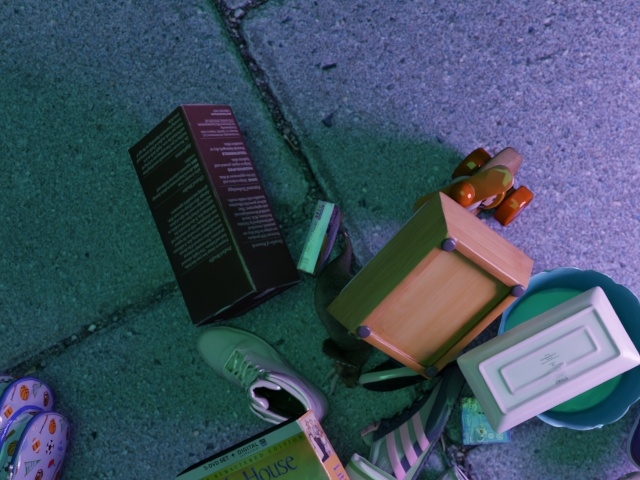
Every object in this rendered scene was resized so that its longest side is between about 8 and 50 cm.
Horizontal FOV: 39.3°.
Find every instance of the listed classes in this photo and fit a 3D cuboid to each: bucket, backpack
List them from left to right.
[{"bbox_3d":[-0.603,0.380,1.691,0.213,0.276,0.263,3,76,5],"label":"backpack"},{"bbox_3d":[0.440,0.190,1.584,0.281,0.183,0.281,-1,82,9],"label":"bucket"}]

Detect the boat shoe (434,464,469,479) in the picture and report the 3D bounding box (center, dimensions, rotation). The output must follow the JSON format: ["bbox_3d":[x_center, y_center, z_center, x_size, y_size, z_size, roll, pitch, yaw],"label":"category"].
[{"bbox_3d":[0.301,0.499,1.613,0.227,0.079,0.081,43,94,15],"label":"boat shoe"}]

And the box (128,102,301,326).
[{"bbox_3d":[-0.204,-0.051,1.705,0.191,0.143,0.381,-30,75,39],"label":"box"}]

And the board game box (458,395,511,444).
[{"bbox_3d":[0.305,0.332,1.667,0.090,0.020,0.090,-5,81,8],"label":"board game box"}]

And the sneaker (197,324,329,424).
[{"bbox_3d":[-0.121,0.247,1.672,0.293,0.169,0.108,30,89,13],"label":"sneaker"}]

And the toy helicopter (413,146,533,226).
[{"bbox_3d":[0.232,-0.034,1.613,0.355,0.235,0.140,-44,78,-3],"label":"toy helicopter"}]

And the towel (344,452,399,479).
[{"bbox_3d":[0.089,0.569,1.607,0.248,0.038,0.324,29,109,12],"label":"towel"}]

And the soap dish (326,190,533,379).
[{"bbox_3d":[0.191,0.089,1.527,0.229,0.118,0.291,34,111,-23],"label":"soap dish"}]

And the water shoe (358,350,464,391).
[{"bbox_3d":[0.167,0.226,1.689,0.203,0.073,0.080,-15,59,2],"label":"water shoe"}]

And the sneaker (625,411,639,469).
[{"bbox_3d":[0.616,0.261,1.559,0.107,0.124,0.283,14,72,11],"label":"sneaker"}]

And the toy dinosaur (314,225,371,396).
[{"bbox_3d":[0.054,0.123,1.688,0.160,0.121,0.313,-13,84,-7],"label":"toy dinosaur"}]

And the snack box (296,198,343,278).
[{"bbox_3d":[0.000,0.000,1.722,0.037,0.100,0.141,17,86,12],"label":"snack box"}]

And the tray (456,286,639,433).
[{"bbox_3d":[0.377,0.198,1.483,0.270,0.030,0.145,-28,80,4],"label":"tray"}]

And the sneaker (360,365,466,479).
[{"bbox_3d":[0.148,0.350,1.638,0.131,0.112,0.319,31,90,11],"label":"sneaker"}]

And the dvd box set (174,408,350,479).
[{"bbox_3d":[-0.042,0.543,1.586,0.308,0.062,0.420,-29,88,26],"label":"dvd box set"}]

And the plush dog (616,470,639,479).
[{"bbox_3d":[0.494,0.550,1.536,0.263,0.210,0.225,-13,103,7],"label":"plush dog"}]
